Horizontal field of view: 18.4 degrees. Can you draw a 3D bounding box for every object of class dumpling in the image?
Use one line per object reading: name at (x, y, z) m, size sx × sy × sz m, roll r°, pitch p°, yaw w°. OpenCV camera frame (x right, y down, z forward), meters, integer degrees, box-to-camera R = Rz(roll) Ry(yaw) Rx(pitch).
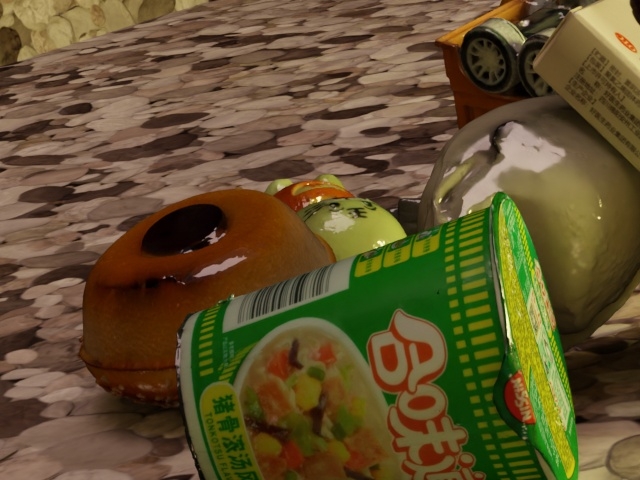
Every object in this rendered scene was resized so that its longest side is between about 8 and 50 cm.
dumpling at (0.181, 0.004, 1.484) m, size 0.243 × 0.227 × 0.175 m, roll -5°, pitch 34°, yaw -5°

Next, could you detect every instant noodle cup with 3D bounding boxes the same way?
instant noodle cup at (0.034, 0.091, 1.312) m, size 0.232 × 0.207 × 0.207 m, roll -13°, pitch 14°, yaw 13°

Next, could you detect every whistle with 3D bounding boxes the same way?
whistle at (0.000, 0.000, 1.809) m, size 0.131 × 0.106 × 0.288 m, roll -7°, pitch 14°, yaw -18°

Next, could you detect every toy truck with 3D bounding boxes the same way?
toy truck at (0.308, -0.114, 1.840) m, size 0.387 × 0.207 × 0.173 m, roll 17°, pitch 35°, yaw 42°

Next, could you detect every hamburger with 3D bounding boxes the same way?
hamburger at (-0.088, 0.054, 1.595) m, size 0.237 × 0.147 × 0.237 m, roll -17°, pitch 23°, yaw 7°

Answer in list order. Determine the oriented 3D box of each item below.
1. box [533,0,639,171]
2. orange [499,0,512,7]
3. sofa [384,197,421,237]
box at (0.341, -0.054, 1.440) m, size 0.353 × 0.069 × 0.214 m, roll 44°, pitch 38°, yaw 15°
orange at (0.303, -0.201, 2.107) m, size 0.264 × 0.264 × 0.264 m, roll -9°, pitch 15°, yaw 2°
sofa at (0.128, -0.013, 1.867) m, size 0.147 × 0.060 × 0.085 m, roll -7°, pitch 16°, yaw 10°
